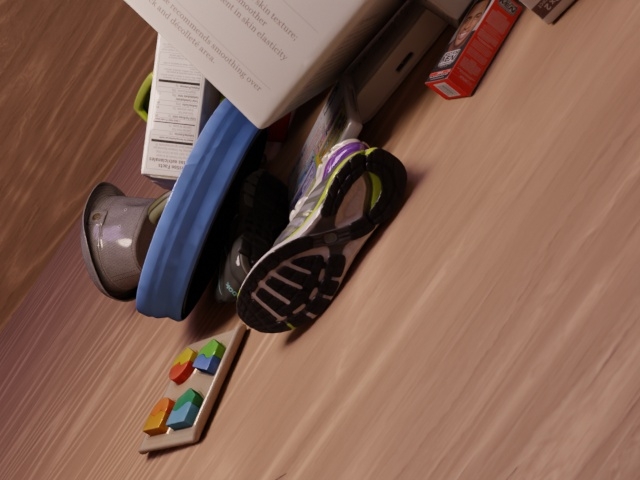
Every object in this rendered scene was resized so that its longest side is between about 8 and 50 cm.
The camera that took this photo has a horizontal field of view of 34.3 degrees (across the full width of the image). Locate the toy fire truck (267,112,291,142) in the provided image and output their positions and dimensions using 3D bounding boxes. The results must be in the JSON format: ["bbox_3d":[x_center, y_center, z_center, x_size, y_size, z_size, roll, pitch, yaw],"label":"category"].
[{"bbox_3d":[-0.058,-0.361,1.914,0.302,0.169,0.254,108,165,-55],"label":"toy fire truck"}]

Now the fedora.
[{"bbox_3d":[-0.388,-0.006,2.177,0.124,0.243,0.275,-12,36,21],"label":"fedora"}]

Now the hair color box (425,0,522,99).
[{"bbox_3d":[0.203,-0.258,1.375,0.141,0.043,0.072,-58,18,-9],"label":"hair color box"}]

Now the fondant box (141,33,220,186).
[{"bbox_3d":[-0.234,-0.259,1.829,0.238,0.096,0.330,88,-171,-87],"label":"fondant box"}]

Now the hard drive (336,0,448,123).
[{"bbox_3d":[0.109,-0.348,1.740,0.233,0.047,0.353,-51,21,16],"label":"hard drive"}]

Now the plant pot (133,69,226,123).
[{"bbox_3d":[-0.218,-0.285,2.107,0.207,0.228,0.227,-46,6,-21],"label":"plant pot"}]

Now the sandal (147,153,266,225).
[{"bbox_3d":[-0.213,-0.090,2.027,0.303,0.120,0.086,-32,72,34],"label":"sandal"}]

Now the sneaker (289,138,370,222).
[{"bbox_3d":[0.024,-0.066,1.491,0.170,0.068,0.071,-59,33,16],"label":"sneaker"}]

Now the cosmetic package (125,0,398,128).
[{"bbox_3d":[-0.030,-0.438,1.515,0.393,0.329,0.327,-45,0,29],"label":"cosmetic package"}]

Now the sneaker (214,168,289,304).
[{"bbox_3d":[-0.117,-0.010,1.651,0.106,0.101,0.267,-44,22,38],"label":"sneaker"}]

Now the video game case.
[{"bbox_3d":[0.003,-0.133,1.608,0.212,0.023,0.193,-61,17,26],"label":"video game case"}]

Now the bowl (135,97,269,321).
[{"bbox_3d":[-0.188,-0.046,1.720,0.391,0.077,0.391,23,-90,-89],"label":"bowl"}]

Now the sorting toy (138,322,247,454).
[{"bbox_3d":[-0.200,0.223,1.567,0.208,0.038,0.193,-29,33,53],"label":"sorting toy"}]

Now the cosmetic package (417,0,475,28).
[{"bbox_3d":[0.232,-0.416,1.454,0.231,0.085,0.117,-54,-4,9],"label":"cosmetic package"}]

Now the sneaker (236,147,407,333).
[{"bbox_3d":[0.000,0.000,1.384,0.300,0.111,0.121,-48,10,6],"label":"sneaker"}]

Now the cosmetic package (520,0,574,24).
[{"bbox_3d":[0.269,-0.395,1.273,0.151,0.151,0.183,-47,21,27],"label":"cosmetic package"}]
